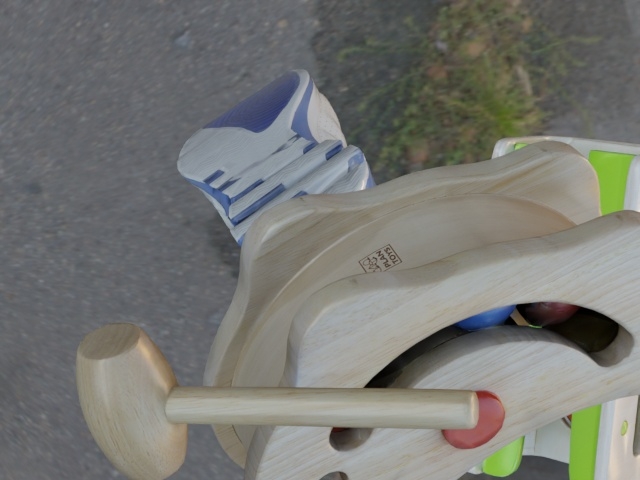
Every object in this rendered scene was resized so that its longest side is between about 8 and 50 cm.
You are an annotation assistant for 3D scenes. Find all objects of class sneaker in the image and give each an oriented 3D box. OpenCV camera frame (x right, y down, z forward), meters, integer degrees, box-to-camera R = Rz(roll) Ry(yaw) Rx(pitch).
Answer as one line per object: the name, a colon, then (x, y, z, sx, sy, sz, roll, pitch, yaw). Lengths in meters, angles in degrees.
sneaker: (0.000, 0.000, 0.996, 0.127, 0.315, 0.182, -32, 116, 1)

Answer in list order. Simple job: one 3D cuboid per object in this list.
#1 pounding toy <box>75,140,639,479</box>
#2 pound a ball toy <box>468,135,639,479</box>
pounding toy: (0.042, 0.075, 0.548, 0.270, 0.155, 0.154, -14, 126, -15)
pound a ball toy: (0.238, 0.087, 1.028, 0.136, 0.208, 0.319, -9, 105, -55)
